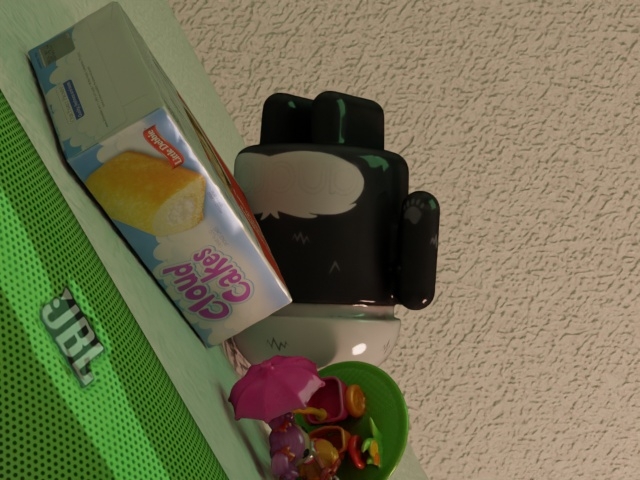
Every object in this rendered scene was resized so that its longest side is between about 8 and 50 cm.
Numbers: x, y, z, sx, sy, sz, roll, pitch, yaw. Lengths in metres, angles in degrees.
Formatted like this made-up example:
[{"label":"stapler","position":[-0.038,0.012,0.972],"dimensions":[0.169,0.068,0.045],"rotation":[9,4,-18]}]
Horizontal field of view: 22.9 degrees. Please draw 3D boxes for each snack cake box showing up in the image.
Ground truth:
[{"label":"snack cake box","position":[-0.130,-0.051,1.321],"dimensions":[0.264,0.089,0.152],"rotation":[58,3,-46]}]

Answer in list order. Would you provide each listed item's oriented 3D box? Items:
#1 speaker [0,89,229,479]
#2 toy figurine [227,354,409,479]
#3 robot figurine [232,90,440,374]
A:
[{"label":"speaker","position":[-0.111,0.045,0.471],"dimensions":[0.296,0.131,0.131],"rotation":[61,3,-9]},{"label":"toy figurine","position":[-0.016,0.167,1.342],"dimensions":[0.159,0.130,0.173],"rotation":[33,50,-54]},{"label":"robot figurine","position":[0.000,0.000,1.514],"dimensions":[0.209,0.173,0.278],"rotation":[175,-83,-73]}]
